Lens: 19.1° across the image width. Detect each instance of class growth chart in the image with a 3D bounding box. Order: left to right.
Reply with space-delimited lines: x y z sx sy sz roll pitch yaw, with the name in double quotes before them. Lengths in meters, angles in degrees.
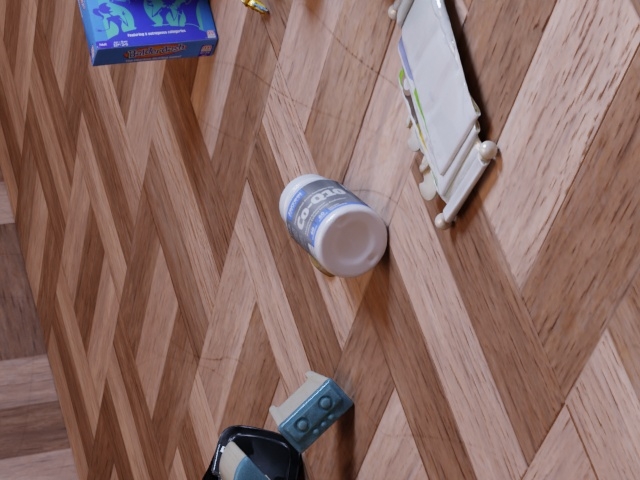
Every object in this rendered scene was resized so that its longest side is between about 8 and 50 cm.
"growth chart" 0.104 -0.141 1.719 0.172 0.021 0.237 130 130 -66

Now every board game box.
"board game box" -0.233 -0.329 2.428 0.047 0.160 0.210 119 139 -60

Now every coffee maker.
"coffee maker" -0.099 0.295 2.339 0.178 0.120 0.171 116 143 -58

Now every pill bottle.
"pill bottle" 0.010 -0.019 1.958 0.137 0.078 0.078 -138 44 -62

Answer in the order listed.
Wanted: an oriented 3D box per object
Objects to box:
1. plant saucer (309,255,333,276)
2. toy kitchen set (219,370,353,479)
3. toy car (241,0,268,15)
"plant saucer" 0.000 0.000 2.093 0.083 0.015 0.083 173 90 -72
"toy kitchen set" 0.013 0.278 2.095 0.207 0.166 0.122 50 173 -22
"toy car" -0.060 -0.304 2.150 0.041 0.060 0.122 29 161 13
